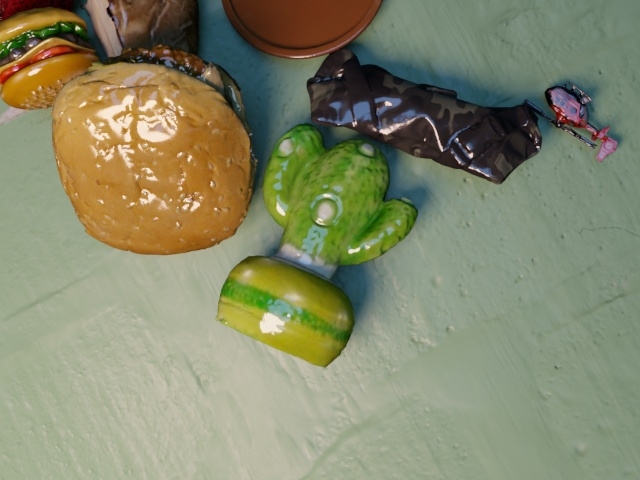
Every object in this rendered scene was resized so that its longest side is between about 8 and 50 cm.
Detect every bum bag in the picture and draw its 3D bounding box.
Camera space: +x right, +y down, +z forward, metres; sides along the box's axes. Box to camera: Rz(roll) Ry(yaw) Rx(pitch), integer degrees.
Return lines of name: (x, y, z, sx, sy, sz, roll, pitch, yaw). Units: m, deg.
bum bag: (0.140, -0.171, 0.917, 0.340, 0.095, 0.144, 19, 61, 4)

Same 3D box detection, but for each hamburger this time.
hamburger: (-0.216, -0.111, 0.864, 0.259, 0.145, 0.283, -4, 120, 9)
hamburger: (-0.393, -0.255, 0.926, 0.161, 0.162, 0.115, -26, 91, 3)

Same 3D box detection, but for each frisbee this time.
frisbee: (-0.025, -0.384, 0.958, 0.250, 0.021, 0.251, -1, 83, 7)

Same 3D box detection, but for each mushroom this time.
mushroom: (-0.250, -0.323, 0.944, 0.151, 0.156, 0.286, -21, 91, -24)

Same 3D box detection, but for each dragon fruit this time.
dragon fruit: (-0.426, -0.362, 0.963, 0.083, 0.106, 0.162, 50, 124, 24)

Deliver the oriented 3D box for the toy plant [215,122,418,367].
toy plant: (0.000, 0.000, 0.898, 0.224, 0.184, 0.316, 21, 81, 7)

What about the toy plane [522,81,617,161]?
toy plane: (0.366, -0.176, 0.937, 0.145, 0.037, 0.060, 40, 96, 5)
